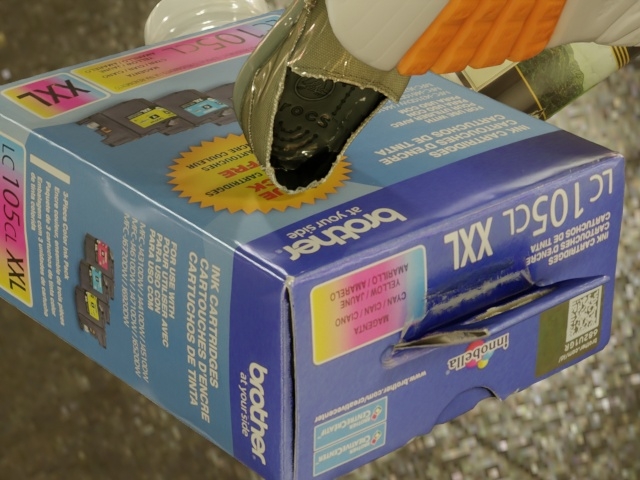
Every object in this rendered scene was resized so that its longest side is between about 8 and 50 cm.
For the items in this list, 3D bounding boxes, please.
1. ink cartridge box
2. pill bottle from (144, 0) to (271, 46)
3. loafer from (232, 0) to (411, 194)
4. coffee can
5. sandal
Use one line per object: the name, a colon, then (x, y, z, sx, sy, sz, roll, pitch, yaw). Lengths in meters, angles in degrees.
ink cartridge box: (0.000, 0.000, 1.202, 0.270, 0.151, 0.395, -21, 35, -35)
pill bottle: (-0.081, -0.104, 1.752, 0.153, 0.153, 0.264, -17, 51, 2)
loafer: (0.032, -0.116, 1.038, 0.094, 0.251, 0.087, 13, 45, -20)
coffee can: (0.222, -0.238, 1.866, 0.275, 0.201, 0.201, -35, 41, 3)
sandal: (0.085, -0.121, 0.732, 0.265, 0.102, 0.076, -6, 59, -49)
